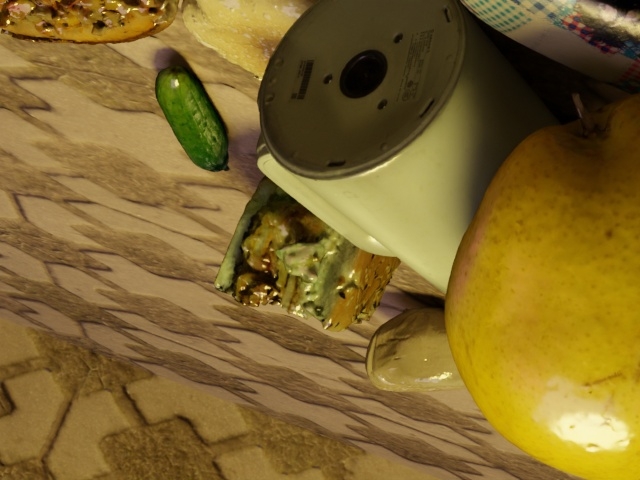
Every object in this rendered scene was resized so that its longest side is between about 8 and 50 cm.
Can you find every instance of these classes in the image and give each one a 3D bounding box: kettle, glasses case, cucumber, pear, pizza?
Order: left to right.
[{"bbox_3d":[-0.261,-0.259,1.662,0.251,0.074,0.287,12,162,20],"label":"pizza"},{"bbox_3d":[-0.142,-0.131,1.924,0.056,0.056,0.250,16,159,18],"label":"cucumber"},{"bbox_3d":[0.090,-0.062,1.564,0.265,0.205,0.318,-33,140,18],"label":"kettle"},{"bbox_3d":[0.242,0.035,1.402,0.285,0.336,0.285,9,-163,-3],"label":"pear"},{"bbox_3d":[0.257,-0.159,1.337,0.327,0.076,0.125,23,161,-3],"label":"glasses case"}]

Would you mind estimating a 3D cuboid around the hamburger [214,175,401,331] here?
[{"bbox_3d":[0.000,0.000,1.963,0.168,0.192,0.288,24,-171,12],"label":"hamburger"}]

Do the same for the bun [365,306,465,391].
[{"bbox_3d":[0.146,0.143,2.303,0.173,0.113,0.166,1,171,-12],"label":"bun"}]

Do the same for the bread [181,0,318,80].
[{"bbox_3d":[-0.012,-0.184,1.642,0.251,0.039,0.182,26,163,-12],"label":"bread"}]
